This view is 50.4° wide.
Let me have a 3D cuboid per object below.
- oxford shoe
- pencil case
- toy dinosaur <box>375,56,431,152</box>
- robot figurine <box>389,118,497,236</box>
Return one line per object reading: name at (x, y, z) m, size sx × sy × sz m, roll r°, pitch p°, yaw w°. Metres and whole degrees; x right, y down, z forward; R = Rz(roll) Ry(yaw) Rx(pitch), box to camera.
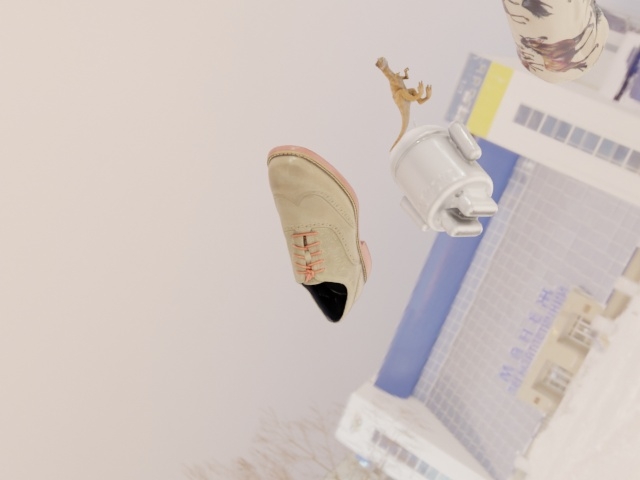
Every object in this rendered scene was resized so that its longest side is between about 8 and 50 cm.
oxford shoe at (0.000, 0.000, 1.093) m, size 0.348 × 0.123 × 0.130 m, roll 61°, pitch -144°, yaw -42°
pencil case at (0.368, -0.451, 1.119) m, size 0.410 × 0.160 × 0.183 m, roll 44°, pitch -122°, yaw -52°
toy dinosaur at (0.182, -0.306, 1.477) m, size 0.064 × 0.112 × 0.211 m, roll -46°, pitch -56°, yaw -47°
robot figurine at (0.313, -0.166, 1.793) m, size 0.200 × 0.353 × 0.300 m, roll 2°, pitch -47°, yaw -39°
